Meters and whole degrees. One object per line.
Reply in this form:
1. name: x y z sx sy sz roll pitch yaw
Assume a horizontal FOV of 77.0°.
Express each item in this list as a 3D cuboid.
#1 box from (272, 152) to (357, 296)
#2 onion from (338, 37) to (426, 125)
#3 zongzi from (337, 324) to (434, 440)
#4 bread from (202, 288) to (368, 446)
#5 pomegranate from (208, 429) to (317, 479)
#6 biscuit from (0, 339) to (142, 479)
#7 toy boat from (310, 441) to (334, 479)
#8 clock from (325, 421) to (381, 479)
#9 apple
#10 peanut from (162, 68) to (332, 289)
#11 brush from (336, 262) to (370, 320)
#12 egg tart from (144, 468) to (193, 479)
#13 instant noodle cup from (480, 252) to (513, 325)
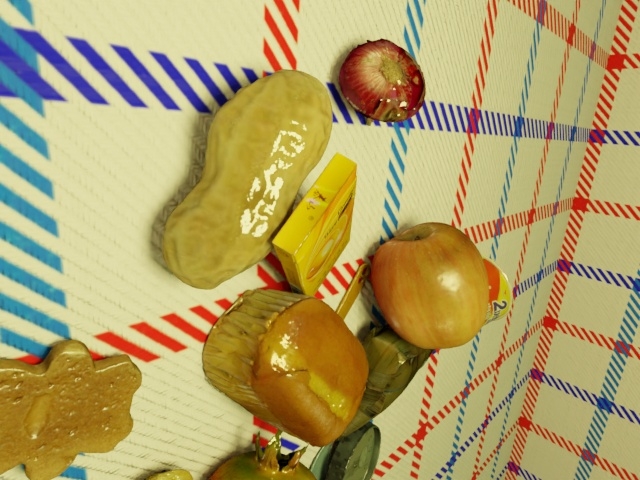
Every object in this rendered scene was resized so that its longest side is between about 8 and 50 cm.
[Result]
1. box: 0.000 0.000 0.621 0.152 0.043 0.269 -57 168 -16
2. onion: 0.095 -0.251 0.691 0.150 0.140 0.150 5 72 -14
3. zongzi: 0.163 0.322 0.967 0.260 0.123 0.289 -9 125 -51
4. bread: -0.036 0.208 0.656 0.204 0.156 0.288 -51 129 -24
5. pomegranate: -0.093 0.444 0.658 0.220 0.220 0.257 14 86 -48
6. biscuit: -0.320 0.192 0.447 0.225 0.036 0.166 7 98 -45
7. toy boat: 0.000 0.514 0.919 0.096 0.034 0.122 2 94 -50
8. clock: 0.084 0.545 0.975 0.215 0.041 0.215 -25 121 -51
9. apple: 0.232 0.095 0.850 0.242 0.242 0.241 -29 106 -37
10. peanut: -0.091 -0.080 0.521 0.149 0.149 0.313 27 88 -48
11. brush: 0.036 0.166 0.835 0.103 0.013 0.272 43 72 -46
12. egg tart: -0.240 0.392 0.592 0.130 0.052 0.131 -17 115 -42
13. instant noodle cup: 0.353 0.153 1.041 0.174 0.213 0.213 -26 122 -30
